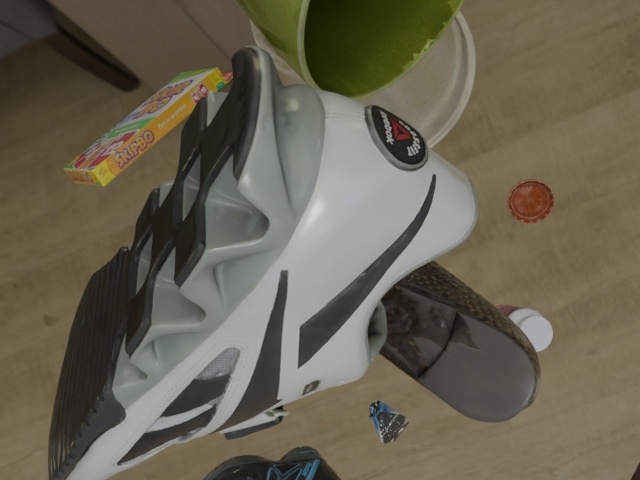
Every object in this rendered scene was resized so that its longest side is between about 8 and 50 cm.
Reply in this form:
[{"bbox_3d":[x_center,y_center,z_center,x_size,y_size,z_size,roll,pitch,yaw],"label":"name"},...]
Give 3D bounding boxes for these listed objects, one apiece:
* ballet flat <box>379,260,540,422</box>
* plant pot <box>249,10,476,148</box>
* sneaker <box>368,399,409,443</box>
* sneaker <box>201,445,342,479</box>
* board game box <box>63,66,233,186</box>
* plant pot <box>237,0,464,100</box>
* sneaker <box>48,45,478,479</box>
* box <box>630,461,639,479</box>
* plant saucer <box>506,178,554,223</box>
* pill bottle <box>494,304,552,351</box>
[{"bbox_3d":[0.028,0.017,0.513,0.250,0.058,0.084,37,106,13],"label":"ballet flat"},{"bbox_3d":[0.045,-0.296,1.233,0.333,0.305,0.334,-2,83,16],"label":"plant pot"},{"bbox_3d":[0.115,0.334,1.561,0.073,0.162,0.063,36,82,19],"label":"sneaker"},{"bbox_3d":[-0.089,0.468,1.535,0.139,0.340,0.125,31,116,41],"label":"sneaker"},{"bbox_3d":[-0.242,-0.171,1.199,0.259,0.039,0.124,-43,27,-23],"label":"board game box"},{"bbox_3d":[-0.018,-0.344,0.907,0.293,0.275,0.275,41,91,26],"label":"plant pot"},{"bbox_3d":[-0.047,0.055,0.444,0.330,0.146,0.122,-44,38,44],"label":"sneaker"},{"bbox_3d":[0.469,0.351,0.991,0.203,0.168,0.167,-63,27,3],"label":"box"},{"bbox_3d":[0.375,-0.070,1.499,0.083,0.013,0.084,1,111,3],"label":"plant saucer"},{"bbox_3d":[0.369,0.166,1.564,0.086,0.152,0.086,0,89,-11],"label":"pill bottle"}]
